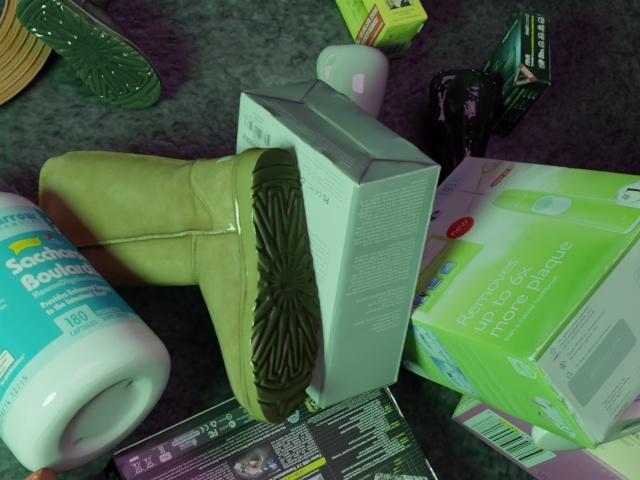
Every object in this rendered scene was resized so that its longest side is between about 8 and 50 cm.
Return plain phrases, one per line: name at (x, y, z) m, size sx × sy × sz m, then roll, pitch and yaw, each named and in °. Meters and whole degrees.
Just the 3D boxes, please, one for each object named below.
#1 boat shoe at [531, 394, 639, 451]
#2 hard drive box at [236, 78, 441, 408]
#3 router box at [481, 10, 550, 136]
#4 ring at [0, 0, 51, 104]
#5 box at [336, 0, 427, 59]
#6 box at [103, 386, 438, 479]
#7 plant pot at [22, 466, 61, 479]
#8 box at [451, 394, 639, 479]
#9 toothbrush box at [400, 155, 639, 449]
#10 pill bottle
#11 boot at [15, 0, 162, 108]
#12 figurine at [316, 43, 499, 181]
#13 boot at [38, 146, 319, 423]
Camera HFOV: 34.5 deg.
boat shoe at (0.266, 0.146, 0.955) m, size 0.184 × 0.066 × 0.063 m, roll -11°, pitch 57°, yaw -21°
hard drive box at (0.000, 0.000, 0.923) m, size 0.089 × 0.232 × 0.181 m, roll -14°, pitch 39°, yaw -32°
router box at (0.224, -0.191, 1.191) m, size 0.038 × 0.122 × 0.092 m, roll 11°, pitch 63°, yaw -10°
ring at (-0.422, -0.264, 1.013) m, size 0.337 × 0.032 × 0.336 m, roll 10°, pitch 69°, yaw -28°
box at (0.043, -0.328, 1.211) m, size 0.058 × 0.087 × 0.232 m, roll -17°, pitch 75°, yaw -23°
box at (-0.029, 0.241, 0.940) m, size 0.270 × 0.060 × 0.216 m, roll -22°, pitch 76°, yaw -27°
plant pot at (-0.203, 0.340, 0.730) m, size 0.243 × 0.275 × 0.275 m, roll 44°, pitch 60°, yaw -7°
box at (0.293, 0.136, 1.071) m, size 0.214 × 0.117 × 0.243 m, roll 35°, pitch 61°, yaw -2°
toothbrush box at (0.187, 0.041, 0.950) m, size 0.206 × 0.283 × 0.122 m, roll -46°, pitch 116°, yaw -16°
pill bottle at (-0.258, 0.058, 0.871) m, size 0.146 × 0.146 × 0.264 m, roll -34°, pitch 64°, yaw -29°
boot at (-0.229, -0.262, 1.091) m, size 0.189 × 0.076 × 0.208 m, roll 46°, pitch 28°, yaw -35°
figurine at (0.088, -0.093, 1.123) m, size 0.215 × 0.092 × 0.209 m, roll 10°, pitch 68°, yaw -15°
boot at (-0.132, 0.032, 0.908) m, size 0.089 × 0.270 × 0.236 m, roll 0°, pitch 89°, yaw -53°
